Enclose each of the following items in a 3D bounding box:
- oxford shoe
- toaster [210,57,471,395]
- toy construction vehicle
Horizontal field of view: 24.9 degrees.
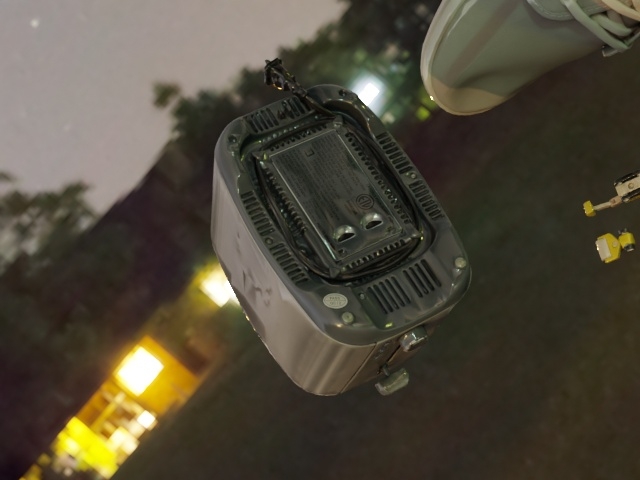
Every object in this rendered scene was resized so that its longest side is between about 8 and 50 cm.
[{"bbox_3d":[0.261,-0.234,1.247,0.169,0.130,0.449,16,-42,-44],"label":"oxford shoe"},{"bbox_3d":[0.000,0.000,1.017,0.129,0.227,0.146,-25,-22,-22],"label":"toaster"},{"bbox_3d":[0.327,-0.023,1.493,0.098,0.085,0.035,-28,-21,25],"label":"toy construction vehicle"}]
